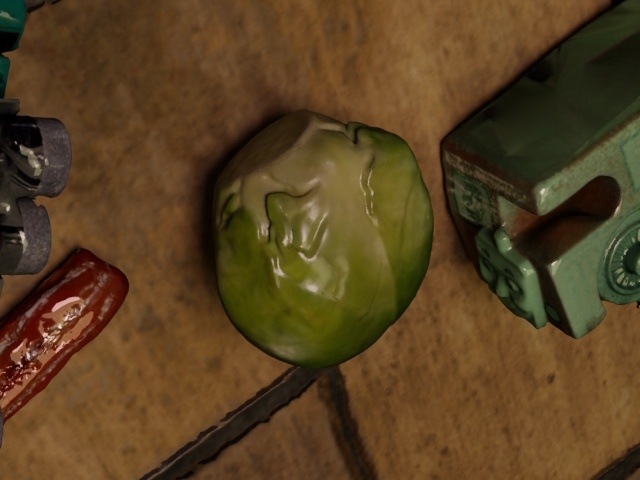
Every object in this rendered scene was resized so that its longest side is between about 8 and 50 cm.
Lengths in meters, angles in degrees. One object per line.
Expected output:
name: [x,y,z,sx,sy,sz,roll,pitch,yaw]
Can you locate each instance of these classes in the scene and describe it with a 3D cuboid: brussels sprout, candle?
brussels sprout: [-0.003,0.001,0.797,0.155,0.117,0.155,-5,98,-39]
candle: [-0.235,0.128,0.753,0.329,0.048,0.051,-45,147,-6]

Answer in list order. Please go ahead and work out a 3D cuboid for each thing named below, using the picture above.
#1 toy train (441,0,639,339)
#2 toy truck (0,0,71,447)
toy train: [0.233,-0.078,0.915,0.326,0.129,0.159,-35,126,-13]
toy truck: [-0.202,-0.006,0.643,0.114,0.124,0.253,-1,118,-35]
